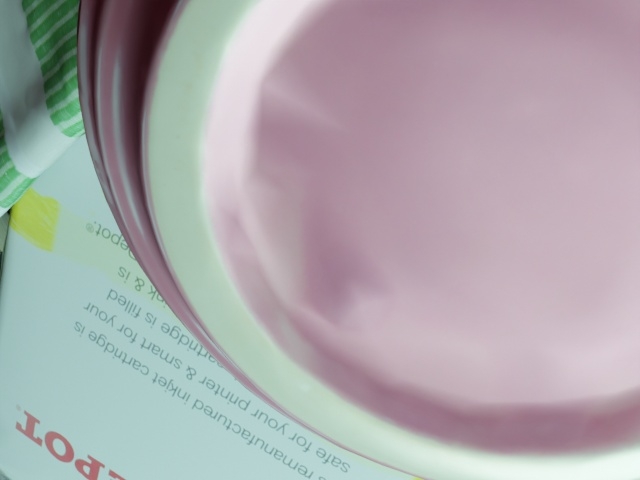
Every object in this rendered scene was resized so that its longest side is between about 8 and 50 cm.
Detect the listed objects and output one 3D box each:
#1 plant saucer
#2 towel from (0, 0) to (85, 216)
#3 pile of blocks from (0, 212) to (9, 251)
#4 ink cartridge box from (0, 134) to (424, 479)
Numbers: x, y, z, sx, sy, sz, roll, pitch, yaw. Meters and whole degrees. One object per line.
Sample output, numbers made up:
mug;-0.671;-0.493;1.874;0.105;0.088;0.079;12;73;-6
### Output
plant saucer;0.071;-0.034;0.526;0.332;0.084;0.332;5;122;8
towel;-0.175;-0.142;0.716;0.325;0.038;0.248;-32;76;50
pile of blocks;-0.270;0.107;1.007;0.113;0.149;0.362;23;123;25
ink cartridge box;0.000;0.000;0.756;0.279;0.160;0.384;30;124;20
